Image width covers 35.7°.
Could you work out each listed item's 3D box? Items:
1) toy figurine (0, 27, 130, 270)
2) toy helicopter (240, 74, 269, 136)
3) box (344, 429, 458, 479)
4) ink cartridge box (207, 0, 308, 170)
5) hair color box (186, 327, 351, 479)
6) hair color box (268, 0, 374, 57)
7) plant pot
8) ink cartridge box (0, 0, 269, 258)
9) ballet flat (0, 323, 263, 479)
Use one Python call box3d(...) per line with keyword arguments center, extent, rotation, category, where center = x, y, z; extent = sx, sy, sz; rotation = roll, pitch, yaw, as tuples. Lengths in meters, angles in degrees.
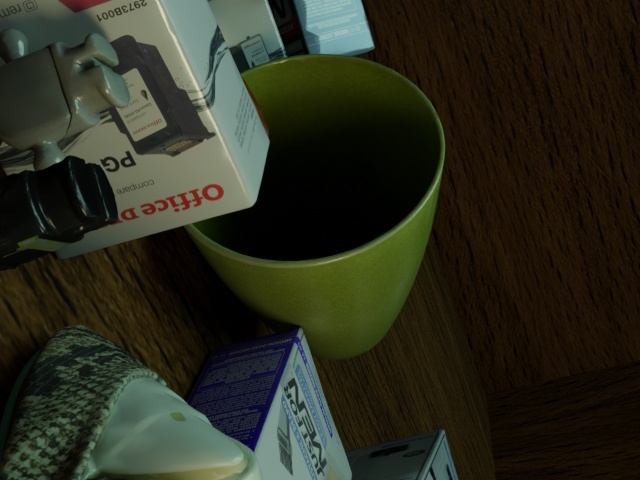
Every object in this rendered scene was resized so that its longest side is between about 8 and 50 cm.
box3d(center=(-0.217, -0.090, 0.554), extent=(0.210, 0.148, 0.213), rotation=(-98, 164, -50), category="toy figurine")
box3d(center=(-0.176, -0.208, 0.949), extent=(0.235, 0.140, 0.355), rotation=(56, 11, -30), category="toy helicopter")
box3d(center=(0.069, 0.316, 1.192), extent=(0.290, 0.169, 0.087), rotation=(-12, 87, -76), category="box")
box3d(center=(-0.092, -0.201, 1.169), extent=(0.153, 0.086, 0.209), rotation=(-136, -156, -65), category="ink cartridge box")
box3d(center=(-0.060, 0.237, 0.891), extent=(0.339, 0.110, 0.185), rotation=(-66, 140, -67), category="hair color box")
box3d(center=(-0.061, -0.427, 1.424), extent=(0.185, 0.113, 0.375), rotation=(-4, -76, 63), category="hair color box")
box3d(center=(0.000, 0.000, 1.079), extent=(0.294, 0.274, 0.275), rotation=(79, 5, -53), category="plant pot")
box3d(center=(-0.161, -0.120, 0.727), extent=(0.100, 0.171, 0.237), rotation=(-85, 157, -54), category="ink cartridge box")
box3d(center=(-0.116, 0.200, 0.536), extent=(0.483, 0.181, 0.164), rotation=(-81, 152, -60), category="ballet flat")
